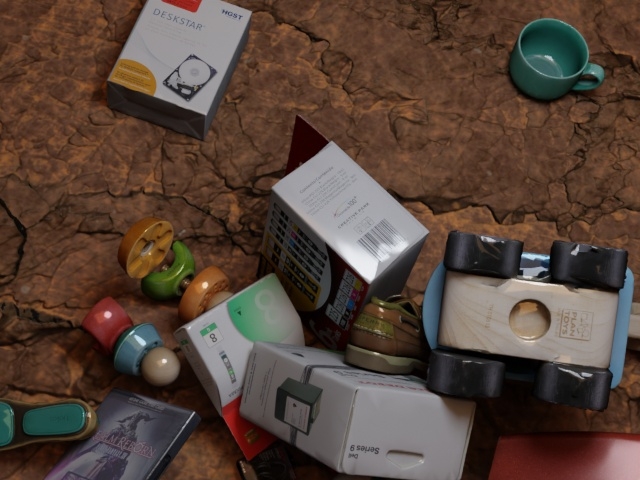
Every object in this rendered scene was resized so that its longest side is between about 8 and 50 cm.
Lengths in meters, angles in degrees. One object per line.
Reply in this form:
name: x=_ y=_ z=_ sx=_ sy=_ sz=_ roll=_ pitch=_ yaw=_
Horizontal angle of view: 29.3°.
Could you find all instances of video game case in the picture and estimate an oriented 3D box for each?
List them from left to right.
video game case: x=-0.314 y=0.340 z=1.750 sx=0.196 sy=0.026 sz=0.274 roll=8 pitch=54 yaw=44

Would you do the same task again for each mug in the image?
mug: x=0.413 y=-0.309 z=2.195 sx=0.129 sy=0.097 sz=0.158 roll=-29 pitch=72 yaw=-21

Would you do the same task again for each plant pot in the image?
plant pot: x=0.346 y=0.417 z=1.757 sx=0.235 sy=0.267 sz=0.267 roll=14 pitch=63 yaw=13

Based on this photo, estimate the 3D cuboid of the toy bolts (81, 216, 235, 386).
toy bolts: x=-0.235 y=0.103 z=1.846 sx=0.158 sy=0.218 sz=0.228 roll=33 pitch=71 yaw=22

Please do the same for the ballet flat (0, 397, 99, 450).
ballet flat: x=-0.437 y=0.274 z=1.803 sx=0.232 sy=0.073 sz=0.080 roll=0 pitch=74 yaw=11

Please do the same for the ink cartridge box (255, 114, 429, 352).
ink cartridge box: x=0.000 y=0.000 z=1.868 sx=0.130 sy=0.309 sz=0.272 roll=-39 pitch=74 yaw=-23

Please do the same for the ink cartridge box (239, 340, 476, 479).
ink cartridge box: x=0.049 y=0.239 z=1.732 sx=0.211 sy=0.289 sz=0.122 roll=11 pitch=93 yaw=-32

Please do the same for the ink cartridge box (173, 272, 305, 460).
ink cartridge box: x=-0.091 y=0.188 z=1.842 sx=0.181 sy=0.056 sz=0.225 roll=-32 pitch=93 yaw=-34

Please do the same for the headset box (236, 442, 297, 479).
headset box: x=-0.077 y=0.348 z=1.842 sx=0.083 sy=0.032 sz=0.062 roll=-17 pitch=68 yaw=-14

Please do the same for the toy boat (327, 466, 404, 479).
toy boat: x=0.071 y=0.400 z=1.744 sx=0.148 sy=0.268 sz=0.318 roll=8 pitch=31 yaw=3

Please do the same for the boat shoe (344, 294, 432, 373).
boat shoe: x=0.134 y=0.138 z=1.826 sx=0.110 sy=0.307 sz=0.104 roll=14 pitch=91 yaw=19

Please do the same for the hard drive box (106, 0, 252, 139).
hard drive box: x=-0.242 y=-0.313 z=2.110 sx=0.181 sy=0.089 sz=0.232 roll=19 pitch=63 yaw=1

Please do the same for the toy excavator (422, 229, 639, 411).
toy excavator: x=0.366 y=0.113 z=1.818 sx=0.432 sy=0.445 sz=0.222 roll=7 pitch=91 yaw=4
